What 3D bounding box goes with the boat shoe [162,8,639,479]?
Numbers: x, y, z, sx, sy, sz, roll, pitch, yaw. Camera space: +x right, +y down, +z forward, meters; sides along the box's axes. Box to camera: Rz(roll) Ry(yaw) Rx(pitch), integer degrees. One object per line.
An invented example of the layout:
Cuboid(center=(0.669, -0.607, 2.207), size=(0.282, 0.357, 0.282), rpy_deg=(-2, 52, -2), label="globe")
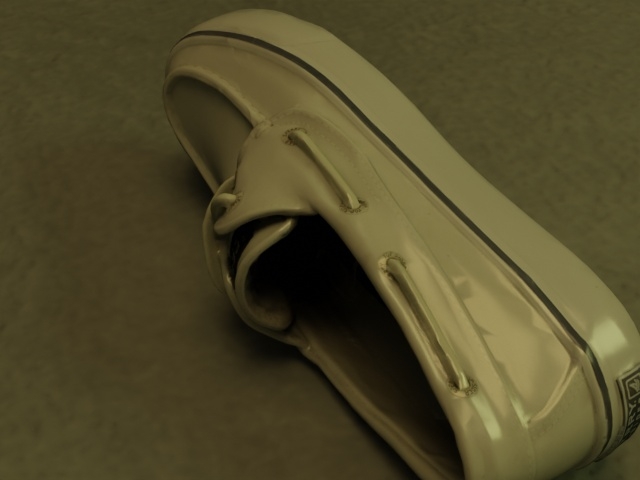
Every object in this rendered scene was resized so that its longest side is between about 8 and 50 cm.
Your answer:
Cuboid(center=(0.000, 0.000, 0.483), size=(0.088, 0.096, 0.267), rpy_deg=(-23, 52, -29), label="boat shoe")
